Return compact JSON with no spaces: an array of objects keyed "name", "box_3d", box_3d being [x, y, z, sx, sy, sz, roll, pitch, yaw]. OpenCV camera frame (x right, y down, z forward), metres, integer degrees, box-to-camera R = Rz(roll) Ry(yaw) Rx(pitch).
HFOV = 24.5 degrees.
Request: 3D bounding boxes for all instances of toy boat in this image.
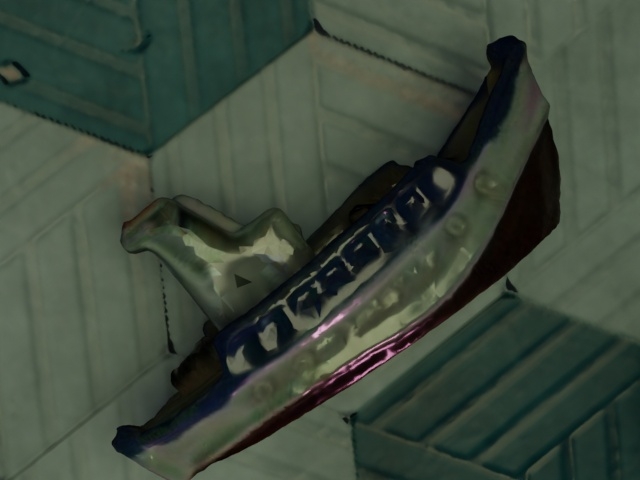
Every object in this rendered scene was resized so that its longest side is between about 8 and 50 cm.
[{"name":"toy boat","box_3d":[0.000,0.000,0.680,0.262,0.114,0.115,-34,95,-6]}]
